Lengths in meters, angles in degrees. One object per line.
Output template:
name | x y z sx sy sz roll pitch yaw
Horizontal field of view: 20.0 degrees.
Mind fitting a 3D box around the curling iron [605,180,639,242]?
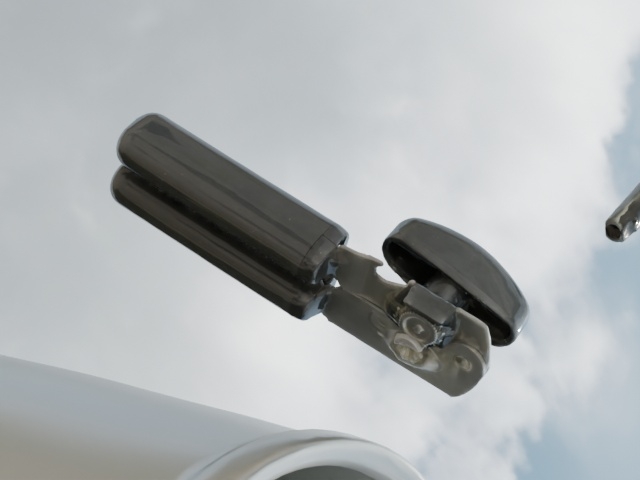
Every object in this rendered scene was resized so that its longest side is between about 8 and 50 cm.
curling iron | 0.274 -0.056 1.271 0.035 0.274 0.068 -22 -85 42

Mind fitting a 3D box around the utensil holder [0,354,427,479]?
utensil holder | -0.151 0.254 1.228 0.385 0.327 0.328 11 -110 41

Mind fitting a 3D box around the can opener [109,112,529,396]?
can opener | 0.000 0.000 1.175 0.283 0.076 0.095 32 -130 14
